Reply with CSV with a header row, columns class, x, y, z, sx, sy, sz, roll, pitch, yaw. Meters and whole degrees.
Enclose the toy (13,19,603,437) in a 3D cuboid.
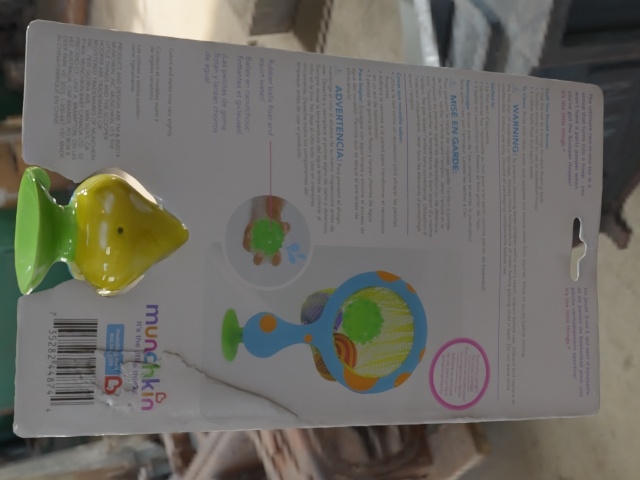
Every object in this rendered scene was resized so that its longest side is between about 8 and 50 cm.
class,x,y,z,sx,sy,sz,roll,pitch,yaw
toy,0.000,0.000,0.444,0.056,0.237,0.137,-1,87,61
